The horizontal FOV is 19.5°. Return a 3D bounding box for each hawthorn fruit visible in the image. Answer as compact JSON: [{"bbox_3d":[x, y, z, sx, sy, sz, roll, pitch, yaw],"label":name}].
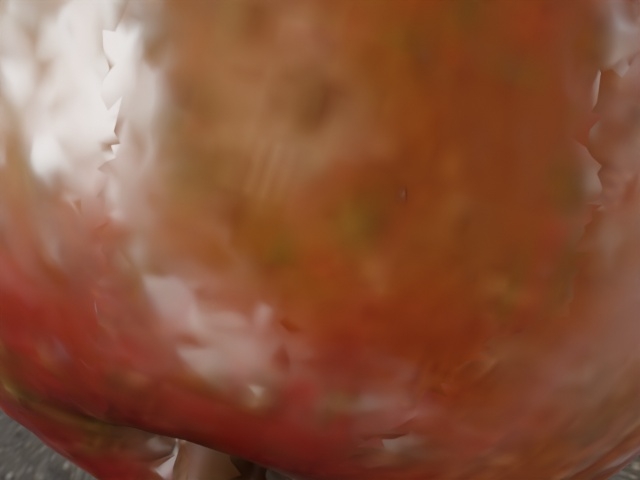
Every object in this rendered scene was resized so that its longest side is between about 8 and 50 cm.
[{"bbox_3d":[0.010,-0.037,0.448,0.235,0.231,0.263,-6,112,-6],"label":"hawthorn fruit"}]
